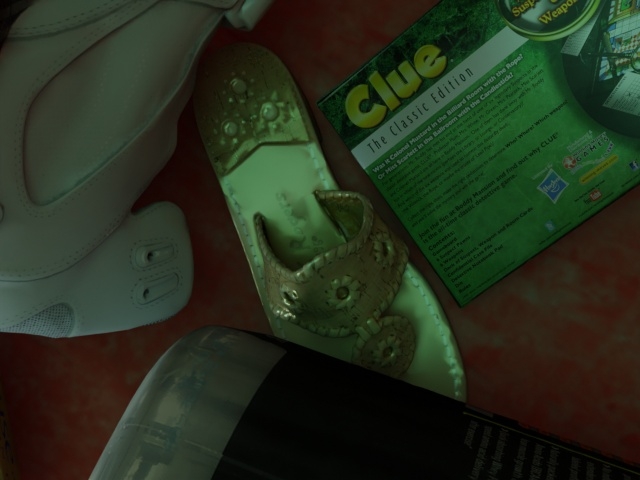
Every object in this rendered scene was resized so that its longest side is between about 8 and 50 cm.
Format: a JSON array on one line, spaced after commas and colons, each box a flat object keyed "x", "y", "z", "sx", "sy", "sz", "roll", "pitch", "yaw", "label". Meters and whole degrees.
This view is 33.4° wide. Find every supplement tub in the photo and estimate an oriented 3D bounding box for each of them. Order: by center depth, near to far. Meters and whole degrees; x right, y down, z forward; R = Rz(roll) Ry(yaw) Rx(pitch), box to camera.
[{"x": 0.067, "y": 0.181, "z": 0.462, "sx": 0.337, "sy": 0.207, "sz": 0.207, "roll": 18, "pitch": 90, "yaw": 10, "label": "supplement tub"}]

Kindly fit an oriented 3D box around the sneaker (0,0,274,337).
[{"x": -0.096, "y": -0.094, "z": 0.517, "sx": 0.366, "sy": 0.210, "sz": 0.137, "roll": -38, "pitch": 46, "yaw": -24, "label": "sneaker"}]

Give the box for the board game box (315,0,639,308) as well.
[{"x": 0.134, "y": -0.093, "z": 0.522, "sx": 0.259, "sy": 0.030, "sz": 0.136, "roll": -37, "pitch": 85, "yaw": 21, "label": "board game box"}]

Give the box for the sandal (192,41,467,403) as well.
[{"x": -0.006, "y": 0.003, "z": 0.546, "sx": 0.088, "sy": 0.079, "sz": 0.240, "roll": -29, "pitch": 83, "yaw": 7, "label": "sandal"}]

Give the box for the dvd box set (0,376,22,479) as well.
[{"x": -0.314, "y": 0.118, "z": 0.541, "sx": 0.307, "sy": 0.062, "sz": 0.421, "roll": -12, "pitch": 80, "yaw": -10, "label": "dvd box set"}]
